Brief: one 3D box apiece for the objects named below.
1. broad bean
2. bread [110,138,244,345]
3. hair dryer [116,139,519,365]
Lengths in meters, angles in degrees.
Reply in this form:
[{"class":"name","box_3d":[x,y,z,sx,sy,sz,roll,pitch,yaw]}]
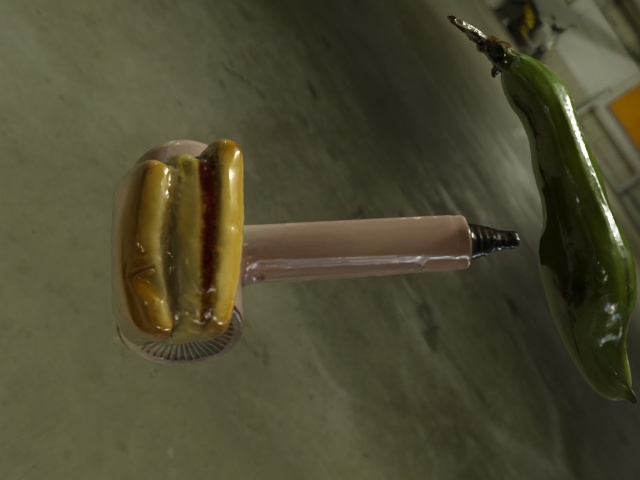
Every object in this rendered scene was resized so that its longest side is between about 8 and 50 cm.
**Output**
[{"class":"broad bean","box_3d":[0.187,-0.032,0.758,0.067,0.075,0.325,5,67,-62]},{"class":"bread","box_3d":[-0.093,0.007,0.614,0.200,0.077,0.116,155,-66,-75]},{"class":"hair dryer","box_3d":[0.000,0.000,0.861,0.107,0.344,0.189,91,-5,-46]}]
